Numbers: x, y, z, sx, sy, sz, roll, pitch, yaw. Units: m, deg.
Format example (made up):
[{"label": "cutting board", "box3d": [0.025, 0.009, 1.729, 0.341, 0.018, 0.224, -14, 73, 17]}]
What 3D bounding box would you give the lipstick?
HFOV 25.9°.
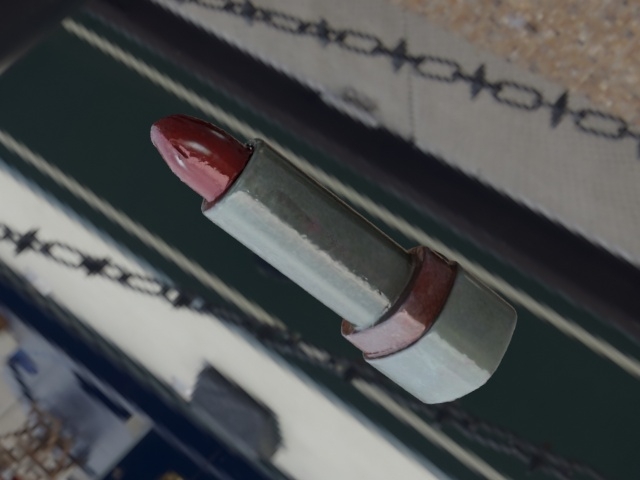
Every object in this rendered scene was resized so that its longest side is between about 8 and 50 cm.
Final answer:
[{"label": "lipstick", "box3d": [0.001, -0.001, 0.627, 0.186, 0.057, 0.063, 38, 149, -18]}]
